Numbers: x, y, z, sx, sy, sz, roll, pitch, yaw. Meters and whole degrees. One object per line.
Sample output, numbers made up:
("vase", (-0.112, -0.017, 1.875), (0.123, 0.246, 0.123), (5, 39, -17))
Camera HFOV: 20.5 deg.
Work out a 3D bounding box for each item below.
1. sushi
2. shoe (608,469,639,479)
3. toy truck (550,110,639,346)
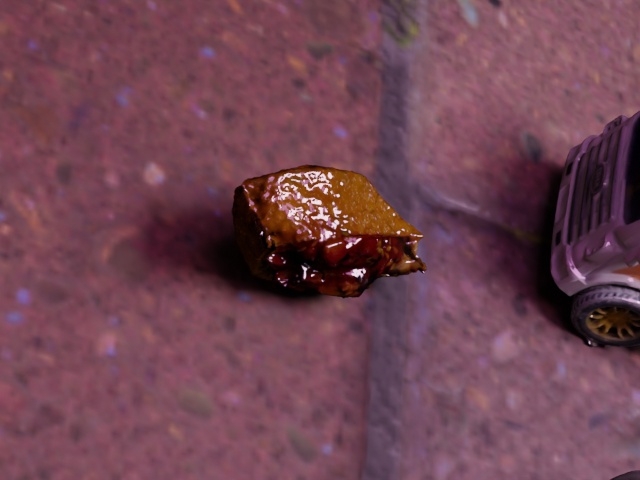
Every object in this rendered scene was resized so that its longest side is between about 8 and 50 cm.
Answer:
("sushi", (0.000, 0.000, 0.681), (0.099, 0.050, 0.047), (-1, 59, -42))
("shoe", (0.074, 0.155, 0.621), (0.227, 0.125, 0.099), (-48, 130, -64))
("toy truck", (0.218, 0.015, 0.766), (0.227, 0.114, 0.098), (26, 52, -16))
